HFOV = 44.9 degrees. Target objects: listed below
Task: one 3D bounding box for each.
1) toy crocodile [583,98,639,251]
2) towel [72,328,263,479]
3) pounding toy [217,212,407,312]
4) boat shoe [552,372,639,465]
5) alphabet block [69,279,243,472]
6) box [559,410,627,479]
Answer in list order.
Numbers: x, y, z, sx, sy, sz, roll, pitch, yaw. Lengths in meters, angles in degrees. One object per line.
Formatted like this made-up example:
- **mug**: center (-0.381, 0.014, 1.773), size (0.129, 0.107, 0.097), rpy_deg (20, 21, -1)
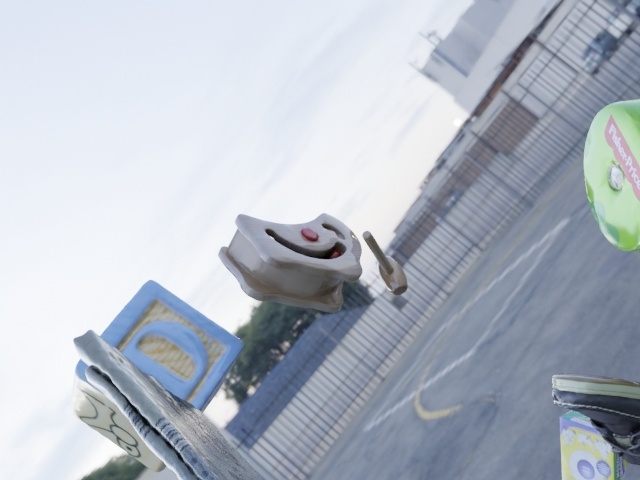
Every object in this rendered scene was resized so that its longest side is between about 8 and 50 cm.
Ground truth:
- **toy crocodile**: center (0.181, -0.090, 0.296), size (0.105, 0.115, 0.340), rpy_deg (-109, 13, -65)
- **towel**: center (-0.115, 0.258, 0.835), size (0.056, 0.324, 0.312), rpy_deg (-45, -34, -10)
- **pounding toy**: center (0.000, 0.000, 1.148), size (0.154, 0.270, 0.154), rpy_deg (-60, 35, 29)
- **boat shoe**: center (0.204, 0.117, 0.483), size (0.056, 0.152, 0.049), rpy_deg (-4, 71, 63)
- **alphabet block**: center (-0.262, 0.217, 1.220), size (0.193, 0.192, 0.197), rpy_deg (-53, -2, -35)
- **box**: center (0.457, 0.385, 1.297), size (0.043, 0.179, 0.105), rpy_deg (-17, 16, -35)
